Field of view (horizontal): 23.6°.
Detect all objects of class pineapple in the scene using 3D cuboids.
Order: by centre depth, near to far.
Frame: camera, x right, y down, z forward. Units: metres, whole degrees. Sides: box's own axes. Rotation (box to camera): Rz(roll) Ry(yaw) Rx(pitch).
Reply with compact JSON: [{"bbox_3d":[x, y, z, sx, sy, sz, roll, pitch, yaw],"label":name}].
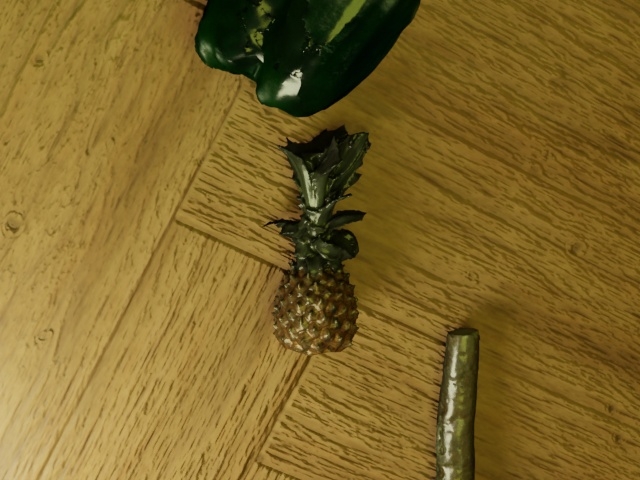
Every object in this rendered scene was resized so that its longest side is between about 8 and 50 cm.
[{"bbox_3d":[0.000,0.000,1.888,0.119,0.130,0.277,-8,107,-26],"label":"pineapple"}]

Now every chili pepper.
[{"bbox_3d":[-0.017,-0.274,1.752,0.233,0.248,0.257,38,100,6],"label":"chili pepper"}]

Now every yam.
[{"bbox_3d":[0.181,0.248,2.047,0.061,0.061,0.274,-3,106,-14],"label":"yam"}]
